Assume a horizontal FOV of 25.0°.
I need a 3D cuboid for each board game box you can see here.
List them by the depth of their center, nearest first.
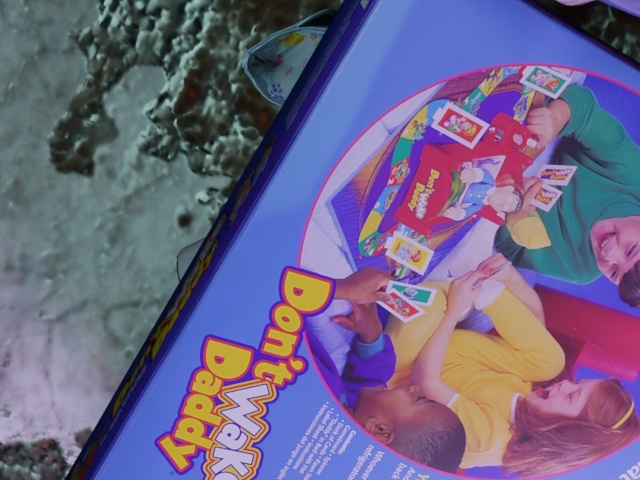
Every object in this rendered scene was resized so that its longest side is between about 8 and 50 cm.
[{"bbox_3d":[0.046,0.067,0.648,0.233,0.078,0.347,29,104,-11],"label":"board game box"}]

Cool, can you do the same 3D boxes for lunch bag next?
[{"bbox_3d":[0.011,-0.083,0.690,0.083,0.071,0.053,12,100,16],"label":"lunch bag"}]

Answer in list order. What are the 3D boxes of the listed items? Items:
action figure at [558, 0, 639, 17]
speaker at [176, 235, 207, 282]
[{"bbox_3d":[0.051,-0.199,0.531,0.341,0.330,0.178,26,101,13],"label":"action figure"},{"bbox_3d":[0.000,0.000,0.710,0.136,0.055,0.055,-26,88,18],"label":"speaker"}]
